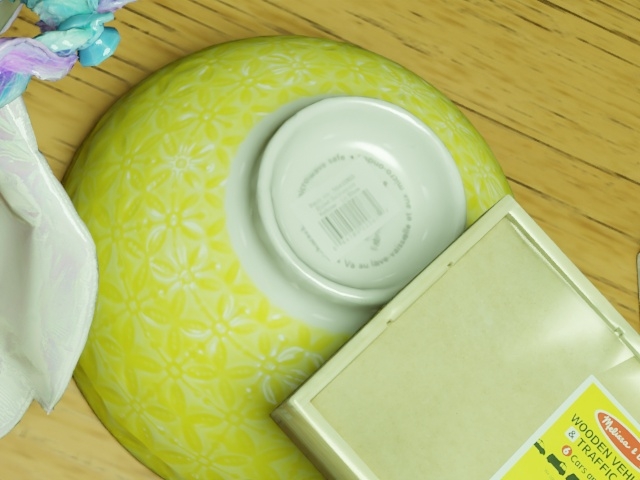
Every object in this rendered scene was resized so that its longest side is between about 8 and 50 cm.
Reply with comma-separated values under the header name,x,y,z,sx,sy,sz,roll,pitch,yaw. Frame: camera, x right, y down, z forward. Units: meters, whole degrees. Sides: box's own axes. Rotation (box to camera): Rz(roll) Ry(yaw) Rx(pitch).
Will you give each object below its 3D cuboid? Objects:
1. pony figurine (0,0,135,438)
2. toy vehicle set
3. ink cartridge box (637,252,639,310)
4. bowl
name,x,y,z,sx,sy,sz,roll,pitch,yaw
pony figurine,-0.206,-0.107,0.895,0.303,0.351,0.363,26,47,-11
toy vehicle set,0.123,0.128,0.882,0.166,0.035,0.267,-41,87,-25
ink cartridge box,0.303,0.061,1.117,0.198,0.067,0.115,5,71,-14
bowl,0.000,0.000,0.994,0.289,0.156,0.289,5,71,-15
